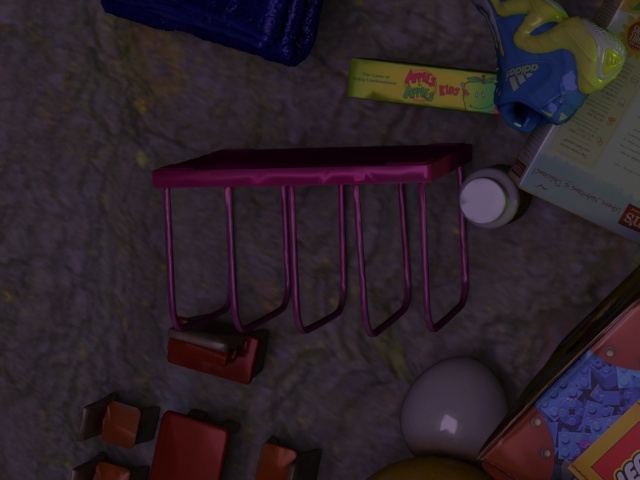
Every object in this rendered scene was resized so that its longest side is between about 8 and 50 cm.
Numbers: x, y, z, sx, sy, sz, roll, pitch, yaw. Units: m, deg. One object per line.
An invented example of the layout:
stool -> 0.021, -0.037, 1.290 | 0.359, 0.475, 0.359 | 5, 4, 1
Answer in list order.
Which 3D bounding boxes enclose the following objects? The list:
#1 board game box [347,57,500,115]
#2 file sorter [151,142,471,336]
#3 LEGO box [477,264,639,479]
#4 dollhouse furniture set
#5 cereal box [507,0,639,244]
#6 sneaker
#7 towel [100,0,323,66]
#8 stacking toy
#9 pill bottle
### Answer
board game box -> 0.128, -0.161, 1.758 | 0.181, 0.092, 0.043 | 8, 98, 16
file sorter -> 0.000, 0.000, 1.760 | 0.291, 0.202, 0.182 | -1, 98, 17
LEGO box -> 0.373, 0.204, 1.485 | 0.372, 0.500, 0.193 | 45, 106, 6
dollhouse furniture set -> -0.140, 0.218, 1.854 | 0.262, 0.135, 0.259 | 14, 99, 15
cereal box -> 0.319, -0.128, 1.688 | 0.173, 0.047, 0.240 | 25, 104, -20
sneaker -> 0.193, -0.184, 1.647 | 0.091, 0.240, 0.126 | 32, 96, -32
towel -> -0.122, -0.322, 1.765 | 0.308, 0.076, 0.227 | 21, 108, 37
stacking toy -> 0.113, 0.348, 1.713 | 0.351, 0.350, 0.479 | 6, 64, 16
pill bottle -> 0.179, -0.045, 1.741 | 0.065, 0.116, 0.065 | 2, 96, 17
